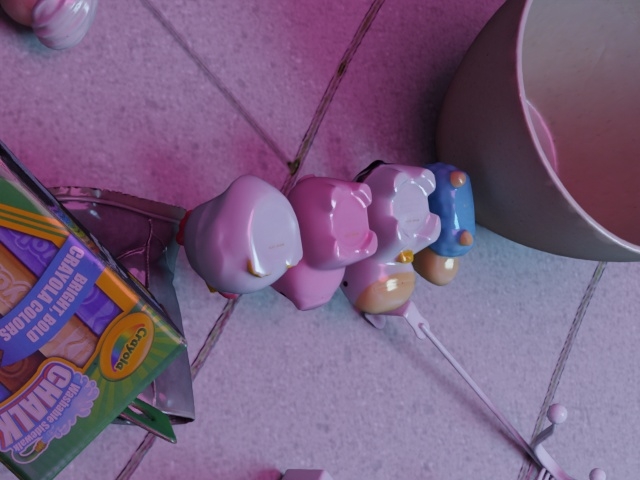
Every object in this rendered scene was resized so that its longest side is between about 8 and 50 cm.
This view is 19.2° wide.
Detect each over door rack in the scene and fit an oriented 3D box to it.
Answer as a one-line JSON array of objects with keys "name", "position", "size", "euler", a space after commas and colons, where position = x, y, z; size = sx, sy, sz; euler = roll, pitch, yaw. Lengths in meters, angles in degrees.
[{"name": "over door rack", "position": [0.142, 0.240, 1.896], "size": [0.324, 0.108, 0.239], "euler": [42, 56, -19]}]

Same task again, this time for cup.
[{"name": "cup", "position": [0.259, -0.117, 2.000], "size": [0.331, 0.237, 0.331], "euler": [11, 71, -33]}]

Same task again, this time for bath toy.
[{"name": "bath toy", "position": [0.000, 0.000, 1.813], "size": [0.348, 0.129, 0.151], "euler": [-4, 93, -48]}]

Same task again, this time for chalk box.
[{"name": "chalk box", "position": [-0.238, 0.077, 1.584], "size": [0.179, 0.180, 0.289], "euler": [-44, 105, -2]}]

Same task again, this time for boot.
[{"name": "boot", "position": [-0.195, 0.062, 1.733], "size": [0.189, 0.076, 0.209], "euler": [10, 78, -32]}]

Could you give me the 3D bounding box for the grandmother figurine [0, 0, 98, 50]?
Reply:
[{"name": "grandmother figurine", "position": [-0.340, -0.298, 1.707], "size": [0.342, 0.104, 0.208], "euler": [39, 43, -24]}]
